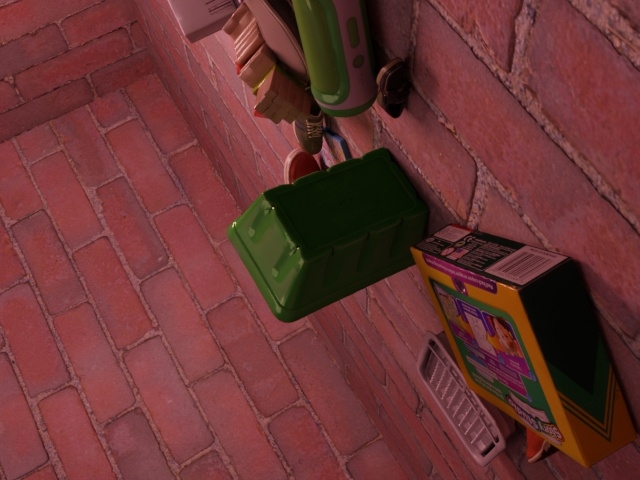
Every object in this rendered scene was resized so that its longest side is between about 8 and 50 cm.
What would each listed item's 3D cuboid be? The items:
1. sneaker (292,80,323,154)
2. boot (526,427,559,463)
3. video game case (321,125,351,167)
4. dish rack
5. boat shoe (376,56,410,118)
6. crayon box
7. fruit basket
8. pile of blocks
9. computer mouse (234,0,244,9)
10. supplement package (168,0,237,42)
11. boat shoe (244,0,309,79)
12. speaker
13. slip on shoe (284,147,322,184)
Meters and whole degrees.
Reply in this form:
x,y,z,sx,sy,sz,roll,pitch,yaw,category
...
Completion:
x,y,z,sx,sy,sz,roll,pitch,yaw,category
-0.024,-0.280,1.776,0.086,0.064,0.192,-138,34,-60,sneaker
0.411,0.362,1.456,0.085,0.059,0.158,58,159,30,boot
0.033,-0.209,1.845,0.166,0.015,0.119,43,158,57,video game case
0.325,0.342,1.718,0.286,0.072,0.333,56,166,22,dish rack
0.126,-0.252,1.294,0.049,0.056,0.152,54,176,14,boat shoe
0.315,0.152,1.266,0.313,0.106,0.363,64,168,-16,crayon box
0.000,0.000,1.604,0.283,0.392,0.392,57,167,20,fruit basket
-0.122,-0.380,1.713,0.112,0.149,0.362,-40,54,34,pile of blocks
-0.215,-0.643,1.862,0.242,0.041,0.071,65,168,-9,computer mouse
-0.317,-0.633,1.971,0.203,0.149,0.194,64,180,-8,supplement package
-0.096,-0.492,1.592,0.335,0.095,0.112,53,158,-16,boat shoe
0.023,-0.356,1.308,0.131,0.131,0.297,51,164,42,speaker
0.003,-0.093,2.033,0.101,0.123,0.331,6,127,48,slip on shoe
